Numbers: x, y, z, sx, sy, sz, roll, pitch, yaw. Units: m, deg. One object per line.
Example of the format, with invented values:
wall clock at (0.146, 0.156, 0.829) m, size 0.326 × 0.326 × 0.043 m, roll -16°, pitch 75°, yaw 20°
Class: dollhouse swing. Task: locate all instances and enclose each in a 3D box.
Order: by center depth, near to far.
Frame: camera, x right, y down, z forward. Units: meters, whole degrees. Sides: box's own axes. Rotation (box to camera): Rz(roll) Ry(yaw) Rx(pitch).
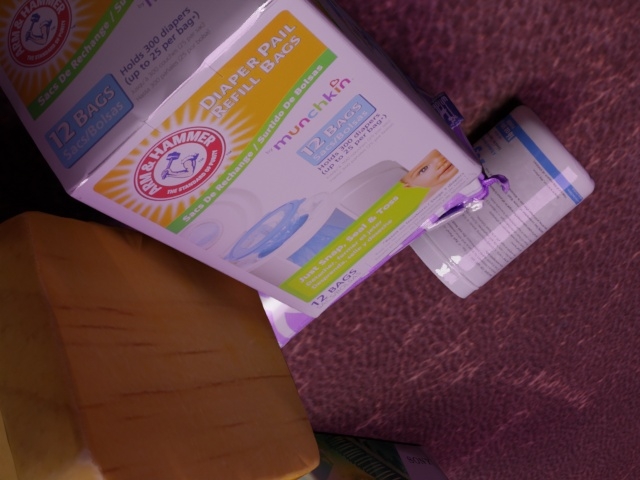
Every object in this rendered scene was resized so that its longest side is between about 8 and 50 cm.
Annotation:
dollhouse swing at (-0.148, 0.209, 0.510) m, size 0.347 × 0.305 × 0.315 m, roll -32°, pitch 168°, yaw 12°

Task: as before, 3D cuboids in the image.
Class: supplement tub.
supplement tub at (0.106, -0.024, 0.785) m, size 0.107 × 0.071 × 0.071 m, roll -41°, pitch 150°, yaw 9°

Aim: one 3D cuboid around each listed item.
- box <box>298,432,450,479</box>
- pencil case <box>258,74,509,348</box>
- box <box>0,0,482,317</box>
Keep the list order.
box at (0.101, 0.283, 0.971) m, size 0.058 × 0.322 × 0.232 m, roll -49°, pitch 149°, yaw 14°
pencil case at (0.000, 0.000, 0.691) m, size 0.206 × 0.088 × 0.086 m, roll -39°, pitch 176°, yaw 12°
box at (-0.033, -0.060, 0.554) m, size 0.114 × 0.103 × 0.203 m, roll -41°, pitch 150°, yaw 9°
